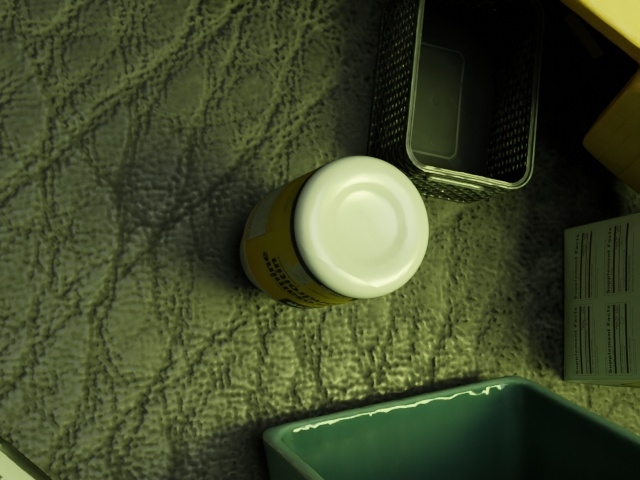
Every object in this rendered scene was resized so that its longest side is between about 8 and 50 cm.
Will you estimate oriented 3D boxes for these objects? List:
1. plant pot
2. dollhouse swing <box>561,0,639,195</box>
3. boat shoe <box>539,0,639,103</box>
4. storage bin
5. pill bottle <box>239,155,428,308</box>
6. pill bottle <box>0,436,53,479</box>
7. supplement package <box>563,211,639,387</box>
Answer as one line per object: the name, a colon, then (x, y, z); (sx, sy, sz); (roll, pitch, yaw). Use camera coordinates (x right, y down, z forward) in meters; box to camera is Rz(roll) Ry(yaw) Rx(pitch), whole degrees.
plant pot: (0.118, 0.275, 0.836); (0.247, 0.248, 0.252); (-9, 104, -22)
dollhouse swing: (0.297, -0.255, 0.910); (0.305, 0.315, 0.347); (34, 86, 6)
boat shoe: (0.257, -0.244, 1.041); (0.095, 0.095, 0.257); (-43, 107, -32)
storage bin: (0.118, -0.132, 0.967); (0.122, 0.084, 0.180); (10, 79, -20)
pill bottle: (0.000, 0.000, 0.847); (0.103, 0.184, 0.103); (3, 82, -21)
pill bottle: (-0.180, 0.261, 0.771); (0.246, 0.130, 0.130); (43, 70, -11)
supplement package: (0.350, 0.056, 0.968); (0.194, 0.203, 0.149); (5, 82, -20)
